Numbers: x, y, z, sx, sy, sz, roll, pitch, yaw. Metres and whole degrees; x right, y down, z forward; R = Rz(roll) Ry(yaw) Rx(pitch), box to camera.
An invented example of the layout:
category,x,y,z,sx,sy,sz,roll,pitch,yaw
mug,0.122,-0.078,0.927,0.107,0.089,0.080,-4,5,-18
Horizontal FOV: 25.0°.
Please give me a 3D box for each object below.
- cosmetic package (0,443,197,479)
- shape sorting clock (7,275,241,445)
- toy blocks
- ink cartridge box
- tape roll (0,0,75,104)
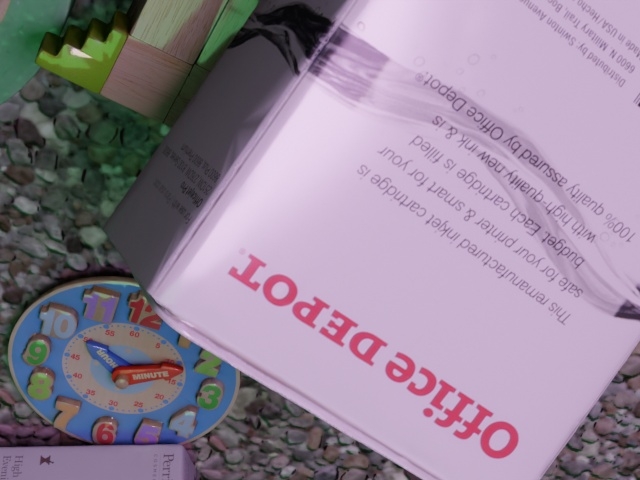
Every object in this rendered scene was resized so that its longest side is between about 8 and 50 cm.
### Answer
category,x,y,z,sx,sy,sz,roll,pitch,yaw
cosmetic package,-0.233,0.252,1.314,0.231,0.117,0.085,-3,152,4
shape sorting clock,-0.174,0.114,1.274,0.206,0.040,0.206,1,124,2
toy blocks,0.032,-0.165,1.015,0.381,0.190,0.260,25,110,-15
ink cartridge box,0.097,-0.072,0.893,0.285,0.166,0.395,35,92,-24
tape roll,-0.328,-0.229,1.027,0.321,0.077,0.321,1,125,1
